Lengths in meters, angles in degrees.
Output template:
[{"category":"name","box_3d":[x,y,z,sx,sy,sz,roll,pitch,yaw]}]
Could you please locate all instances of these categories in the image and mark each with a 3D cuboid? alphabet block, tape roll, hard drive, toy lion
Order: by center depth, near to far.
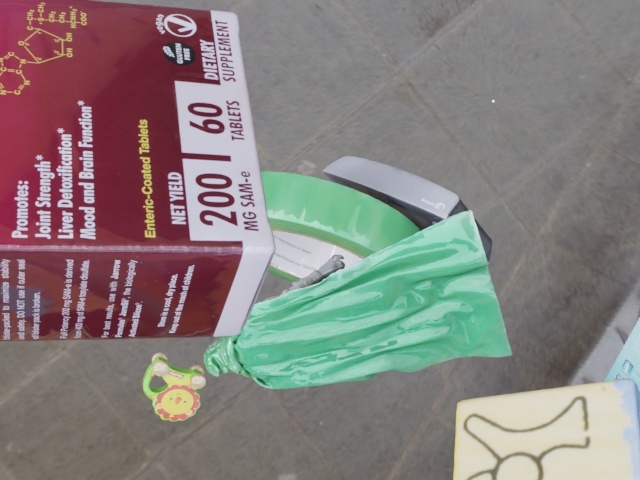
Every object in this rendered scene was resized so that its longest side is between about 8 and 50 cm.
[{"category":"alphabet block","box_3d":[0.267,0.284,0.980,0.197,0.192,0.193,-12,133,26]},{"category":"toy lion","box_3d":[-0.225,0.228,1.366,0.100,0.034,0.096,24,106,-24]},{"category":"hard drive","box_3d":[0.136,-0.049,1.372,0.255,0.172,0.054,25,77,44]},{"category":"tape roll","box_3d":[0.000,0.000,1.398,0.321,0.321,0.077,16,73,8]}]

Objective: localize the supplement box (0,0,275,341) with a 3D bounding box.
[{"category":"supplement box","box_3d":[-0.148,-0.031,0.353,0.240,0.073,0.130,0,56,-18]}]

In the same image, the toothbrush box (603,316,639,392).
[{"category":"toothbrush box","box_3d":[0.498,0.200,1.158,0.126,0.216,0.295,3,118,-33]}]

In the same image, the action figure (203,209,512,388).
[{"category":"action figure","box_3d":[0.018,0.061,0.695,0.232,0.063,0.137,-17,116,6]}]
